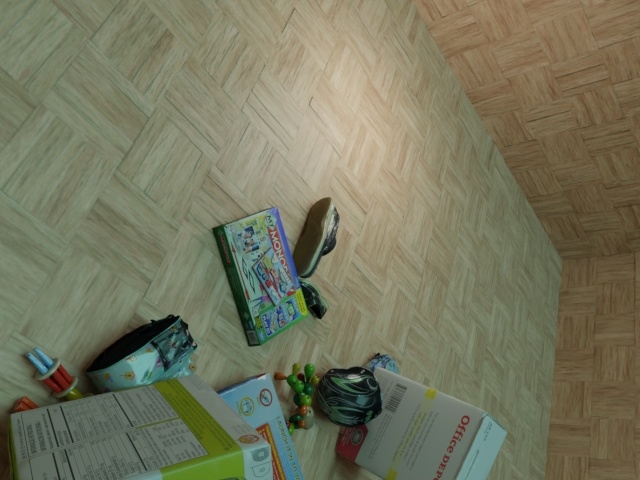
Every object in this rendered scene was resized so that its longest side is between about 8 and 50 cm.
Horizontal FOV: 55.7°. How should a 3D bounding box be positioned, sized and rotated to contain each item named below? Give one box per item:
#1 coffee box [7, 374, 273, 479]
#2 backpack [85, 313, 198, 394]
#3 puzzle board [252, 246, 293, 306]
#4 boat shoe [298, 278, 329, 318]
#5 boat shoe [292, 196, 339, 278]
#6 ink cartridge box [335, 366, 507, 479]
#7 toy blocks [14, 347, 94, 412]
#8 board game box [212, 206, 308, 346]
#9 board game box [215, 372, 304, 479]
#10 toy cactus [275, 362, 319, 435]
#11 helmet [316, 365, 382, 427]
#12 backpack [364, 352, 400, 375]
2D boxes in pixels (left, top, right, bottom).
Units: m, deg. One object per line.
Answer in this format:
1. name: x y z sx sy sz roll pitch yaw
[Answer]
1. coffee box: -0.290 0.450 0.960 0.335 0.338 0.337 -7 100 -29
2. backpack: -0.352 0.248 1.194 0.188 0.166 0.144 -28 98 -47
3. puzzle board: -0.120 0.093 1.576 0.096 0.011 0.128 -51 121 -44
4. boat shoe: -0.026 0.167 1.717 0.152 0.056 0.049 49 42 -34
5. boat shoe: 0.000 0.000 1.755 0.092 0.103 0.285 44 44 -31
6. ink cartridge box: 0.274 0.557 1.686 0.160 0.385 0.279 42 72 -39
7. toy blocks: -0.497 0.278 1.091 0.148 0.054 0.123 58 42 -26
8. board game box: -0.149 0.088 1.587 0.214 0.046 0.317 -26 102 -50
9. board game box: -0.196 0.491 1.360 0.302 0.086 0.308 -10 80 -53
10. toy cactus: -0.059 0.434 1.588 0.218 0.112 0.180 -83 166 -50
11. helmet: 0.073 0.435 1.685 0.162 0.169 0.169 -1 82 -22
12. backpack: 0.192 0.420 1.912 0.114 0.084 0.104 -22 97 -49
